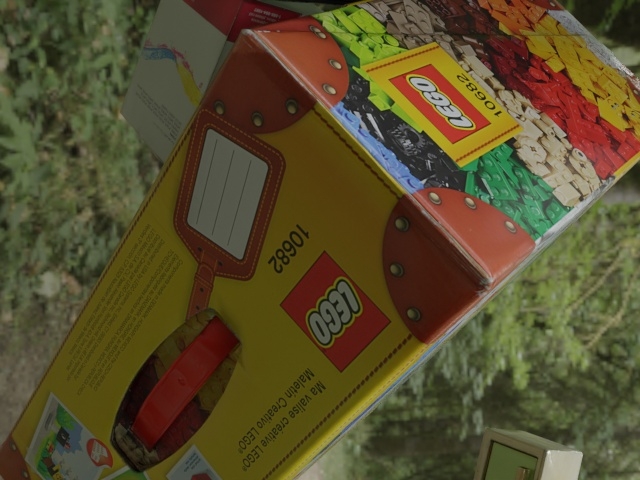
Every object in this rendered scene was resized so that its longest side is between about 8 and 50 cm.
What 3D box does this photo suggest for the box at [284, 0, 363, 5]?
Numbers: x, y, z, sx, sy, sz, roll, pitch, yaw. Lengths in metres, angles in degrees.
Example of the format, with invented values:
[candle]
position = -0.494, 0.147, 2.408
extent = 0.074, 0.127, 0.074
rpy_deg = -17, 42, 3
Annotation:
[box]
position = 0.039, -0.282, 0.730
extent = 0.045, 0.184, 0.190
rpy_deg = 61, -37, 43

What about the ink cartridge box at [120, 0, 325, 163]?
[ink cartridge box]
position = -0.086, -0.158, 0.857
extent = 0.127, 0.128, 0.176
rpy_deg = 45, -62, 39

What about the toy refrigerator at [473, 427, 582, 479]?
[toy refrigerator]
position = 0.246, 0.390, 1.180
extent = 0.094, 0.102, 0.269
rpy_deg = 15, 89, -41

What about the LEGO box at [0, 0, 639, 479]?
[LEGO box]
position = 0.001, 0.045, 0.742
extent = 0.372, 0.193, 0.500
rpy_deg = -30, 164, -49
